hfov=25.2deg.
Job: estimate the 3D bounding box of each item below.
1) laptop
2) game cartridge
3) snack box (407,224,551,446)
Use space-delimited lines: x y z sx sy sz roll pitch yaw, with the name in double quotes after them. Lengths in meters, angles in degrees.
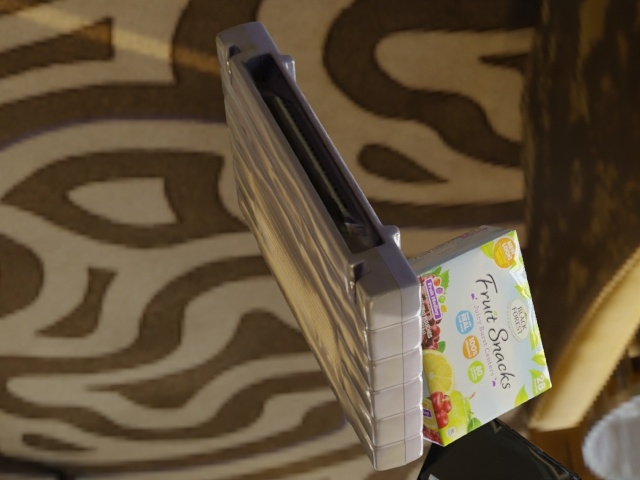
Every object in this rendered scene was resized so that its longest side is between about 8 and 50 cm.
0.225 0.311 1.918 0.234 0.137 0.264 37 177 -9 "laptop"
0.000 0.000 1.237 0.068 0.355 0.230 -21 138 -9 "game cartridge"
0.168 0.108 1.678 0.174 0.207 0.070 -23 -162 -29 "snack box"
